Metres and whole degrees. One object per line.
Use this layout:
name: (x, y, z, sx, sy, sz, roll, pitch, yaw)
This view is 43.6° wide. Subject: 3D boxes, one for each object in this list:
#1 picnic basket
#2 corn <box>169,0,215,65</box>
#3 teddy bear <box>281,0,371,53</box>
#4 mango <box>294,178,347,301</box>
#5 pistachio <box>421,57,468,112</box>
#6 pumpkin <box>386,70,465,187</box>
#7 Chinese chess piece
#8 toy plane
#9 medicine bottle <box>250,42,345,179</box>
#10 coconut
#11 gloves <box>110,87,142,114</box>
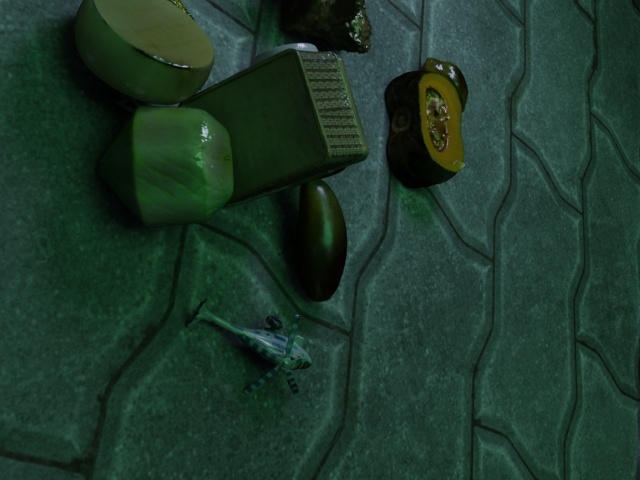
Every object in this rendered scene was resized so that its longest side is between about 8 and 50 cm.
picnic basket: (-0.093, -0.213, 1.539, 0.175, 0.312, 0.228, -17, 89, -59)
corn: (-0.278, -0.418, 1.577, 0.203, 0.072, 0.072, 53, 45, -24)
teddy bear: (0.022, -0.578, 1.845, 0.222, 0.246, 0.296, -15, 119, -31)
mango: (0.000, 0.000, 1.690, 0.133, 0.111, 0.268, -15, 104, -62)
pistachio: (0.351, -0.430, 2.253, 0.110, 0.100, 0.189, -39, 108, -52)
pumpkin: (0.284, -0.294, 2.114, 0.221, 0.139, 0.317, 15, 64, -41)
Chinese chess piece: (-0.312, -0.349, 1.423, 0.250, 0.097, 0.251, 26, 34, -19)
toy plane: (-0.134, 0.196, 1.547, 0.273, 0.107, 0.182, 13, 109, -18)
medicine bottle: (-0.047, -0.267, 1.711, 0.165, 0.165, 0.274, -8, 83, -49)
coconut: (-0.269, -0.127, 1.403, 0.236, 0.235, 0.205, 52, 9, -23)
gloves: (-0.348, -0.261, 1.480, 0.086, 0.026, 0.064, -12, 88, -54)
